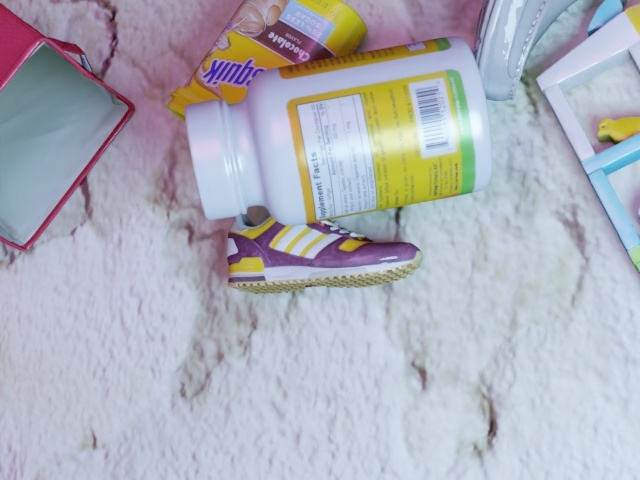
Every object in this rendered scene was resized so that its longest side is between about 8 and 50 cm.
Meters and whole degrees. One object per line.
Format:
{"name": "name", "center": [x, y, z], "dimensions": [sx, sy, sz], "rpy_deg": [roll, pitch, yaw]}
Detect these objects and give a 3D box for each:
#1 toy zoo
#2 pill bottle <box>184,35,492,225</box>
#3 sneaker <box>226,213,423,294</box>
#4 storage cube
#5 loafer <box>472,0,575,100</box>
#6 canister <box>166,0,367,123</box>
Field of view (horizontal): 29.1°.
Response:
{"name": "toy zoo", "center": [0.313, -0.097, 1.045], "dimensions": [0.192, 0.030, 0.293], "rpy_deg": [-27, 68, 11]}
{"name": "pill bottle", "center": [0.014, -0.088, 1.058], "dimensions": [0.245, 0.136, 0.136], "rpy_deg": [-10, 71, -2]}
{"name": "sneaker", "center": [0.000, 0.000, 1.110], "dimensions": [0.185, 0.069, 0.084], "rpy_deg": [-5, 79, 18]}
{"name": "storage cube", "center": [-0.340, -0.135, 1.209], "dimensions": [0.193, 0.183, 0.215], "rpy_deg": [38, 90, 25]}
{"name": "loafer", "center": [0.223, -0.265, 1.082], "dimensions": [0.111, 0.112, 0.320], "rpy_deg": [23, 91, 2]}
{"name": "canister", "center": [-0.049, -0.163, 1.173], "dimensions": [0.126, 0.073, 0.170], "rpy_deg": [32, 86, 24]}
